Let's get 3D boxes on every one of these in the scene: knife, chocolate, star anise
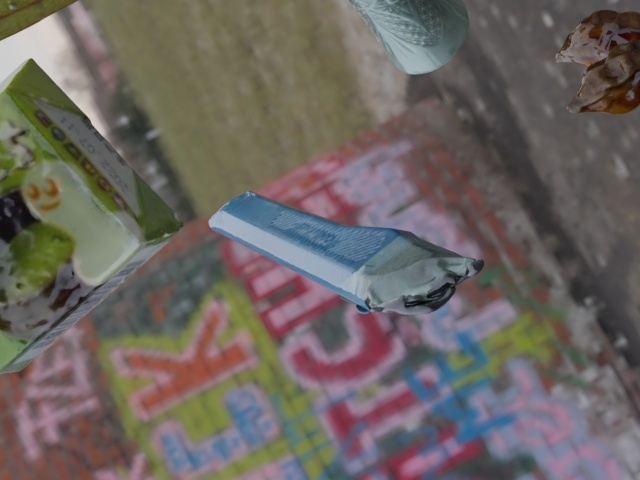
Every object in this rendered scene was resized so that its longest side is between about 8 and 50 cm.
[{"bbox_3d":[0.001,0.002,0.795,0.026,0.044,0.296,52,170,-18],"label":"knife"},{"bbox_3d":[-0.377,-0.020,2.058,0.289,0.301,0.137,48,-170,-4],"label":"chocolate"},{"bbox_3d":[0.288,-0.145,1.346,0.111,0.196,0.212,55,-152,-67],"label":"star anise"}]

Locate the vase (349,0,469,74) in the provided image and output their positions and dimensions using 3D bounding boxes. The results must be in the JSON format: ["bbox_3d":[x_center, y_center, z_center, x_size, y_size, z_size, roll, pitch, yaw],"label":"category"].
[{"bbox_3d":[0.055,-0.255,1.631,0.219,0.096,0.096,38,-161,-50],"label":"vase"}]

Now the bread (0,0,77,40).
[{"bbox_3d":[-0.288,-0.256,1.399,0.184,0.234,0.111,40,142,25],"label":"bread"}]
